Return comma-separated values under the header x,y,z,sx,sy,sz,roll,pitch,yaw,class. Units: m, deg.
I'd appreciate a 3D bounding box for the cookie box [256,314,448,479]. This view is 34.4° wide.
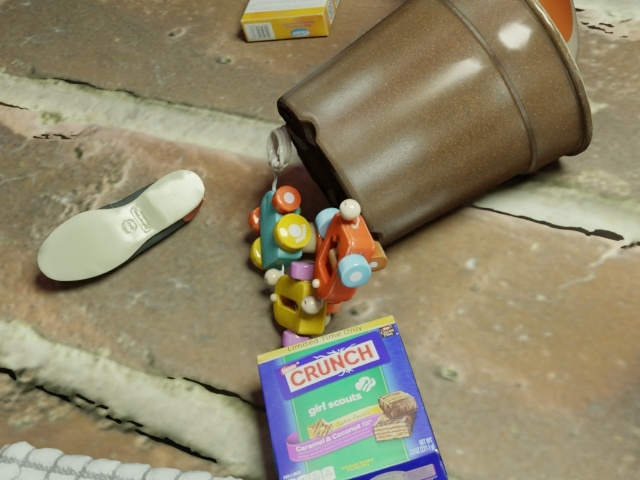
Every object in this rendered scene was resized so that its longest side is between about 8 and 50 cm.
x,y,z,sx,sy,sz,roll,pitch,yaw,class
0.016,0.105,0.611,0.091,0.040,0.107,-18,42,1,cookie box

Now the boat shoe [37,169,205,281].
x,y,z,sx,sy,sz,roll,pitch,yaw,class
-0.149,-0.010,0.784,0.137,0.049,0.043,-32,2,-11,boat shoe

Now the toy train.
x,y,z,sx,sy,sz,roll,pitch,yaw,class
0.000,0.000,0.681,0.046,0.125,0.166,5,32,-24,toy train

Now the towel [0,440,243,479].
x,y,z,sx,sy,sz,roll,pitch,yaw,class
-0.073,0.223,0.436,0.283,0.121,0.235,4,35,20,towel

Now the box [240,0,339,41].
x,y,z,sx,sy,sz,roll,pitch,yaw,class
-0.020,-0.241,0.990,0.081,0.028,0.136,-1,43,18,box

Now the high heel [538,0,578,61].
x,y,z,sx,sy,sz,roll,pitch,yaw,class
0.104,-0.233,0.915,0.181,0.127,0.377,-34,41,26,high heel

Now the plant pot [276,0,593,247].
x,y,z,sx,sy,sz,roll,pitch,yaw,class
0.070,-0.087,0.714,0.165,0.167,0.167,-33,45,-6,plant pot
